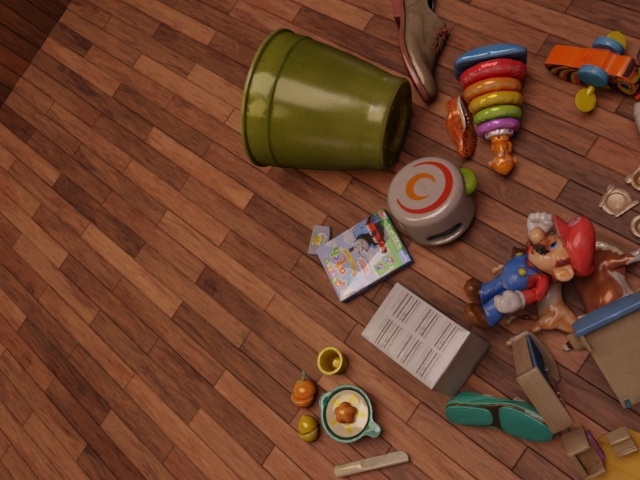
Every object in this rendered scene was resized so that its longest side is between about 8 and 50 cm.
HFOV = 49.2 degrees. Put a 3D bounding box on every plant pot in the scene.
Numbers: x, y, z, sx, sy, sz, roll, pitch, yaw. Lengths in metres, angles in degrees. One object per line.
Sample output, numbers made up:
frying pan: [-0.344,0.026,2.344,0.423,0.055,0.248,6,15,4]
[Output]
plant pot: [0.037,-0.332,1.802,0.352,0.366,0.367,15,80,19]

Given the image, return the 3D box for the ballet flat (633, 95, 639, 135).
ballet flat: [0.874,-0.256,1.467,0.400,0.139,0.139,1,74,32]

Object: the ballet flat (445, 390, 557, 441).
ballet flat: [0.392,0.366,1.509,0.247,0.087,0.083,2,117,35]

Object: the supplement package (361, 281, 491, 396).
supplement package: [0.240,0.225,1.574,0.203,0.194,0.149,35,92,31]

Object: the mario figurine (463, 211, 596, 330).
mario figurine: [0.424,0.045,1.470,0.320,0.170,0.198,-41,56,31]

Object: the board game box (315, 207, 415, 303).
board game box: [0.111,0.040,1.787,0.211,0.039,0.160,-32,68,15]

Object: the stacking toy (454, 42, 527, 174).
stacking toy: [0.430,-0.305,1.697,0.175,0.166,0.302,-8,81,12]

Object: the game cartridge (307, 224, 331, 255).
game cartridge: [0.000,0.000,1.877,0.056,0.017,0.083,7,77,25]

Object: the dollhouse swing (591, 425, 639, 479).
dollhouse swing: [0.698,0.563,1.308,0.315,0.305,0.347,25,84,-11]

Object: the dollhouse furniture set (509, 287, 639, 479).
dollhouse furniture set: [0.575,0.255,1.389,0.303,0.198,0.286,-32,97,18]

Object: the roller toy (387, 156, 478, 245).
roller toy: [0.269,-0.091,1.694,0.209,0.146,0.191,19,74,36]

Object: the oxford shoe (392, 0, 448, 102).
oxford shoe: [0.277,-0.530,1.854,0.130,0.123,0.348,-14,68,16]

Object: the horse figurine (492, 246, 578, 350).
horse figurine: [0.485,0.125,1.560,0.174,0.066,0.263,-16,70,30]

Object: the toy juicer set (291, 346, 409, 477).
toy juicer set: [0.037,0.436,1.669,0.209,0.089,0.329,-39,61,10]

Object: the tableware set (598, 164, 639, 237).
tableware set: [0.713,-0.085,1.539,0.141,0.020,0.169,-45,60,7]

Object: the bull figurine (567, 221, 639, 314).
bull figurine: [0.615,0.092,1.476,0.188,0.101,0.310,-25,66,31]

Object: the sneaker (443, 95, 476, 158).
sneaker: [0.352,-0.281,1.775,0.067,0.064,0.175,-24,57,40]

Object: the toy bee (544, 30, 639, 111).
toy bee: [0.666,-0.374,1.604,0.195,0.162,0.298,-49,34,14]
